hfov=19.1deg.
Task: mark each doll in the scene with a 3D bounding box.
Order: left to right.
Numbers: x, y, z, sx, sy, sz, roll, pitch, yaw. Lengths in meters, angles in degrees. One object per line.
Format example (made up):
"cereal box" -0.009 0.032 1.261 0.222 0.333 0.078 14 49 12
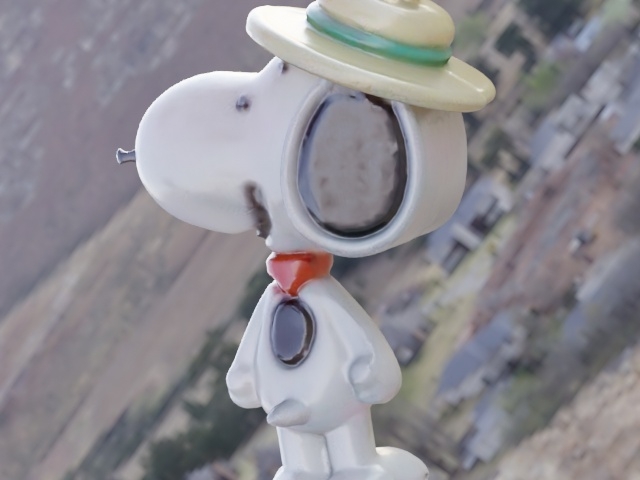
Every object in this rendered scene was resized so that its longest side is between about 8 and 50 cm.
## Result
"doll" 0.019 0.005 1.005 0.208 0.271 0.144 -24 0 28
